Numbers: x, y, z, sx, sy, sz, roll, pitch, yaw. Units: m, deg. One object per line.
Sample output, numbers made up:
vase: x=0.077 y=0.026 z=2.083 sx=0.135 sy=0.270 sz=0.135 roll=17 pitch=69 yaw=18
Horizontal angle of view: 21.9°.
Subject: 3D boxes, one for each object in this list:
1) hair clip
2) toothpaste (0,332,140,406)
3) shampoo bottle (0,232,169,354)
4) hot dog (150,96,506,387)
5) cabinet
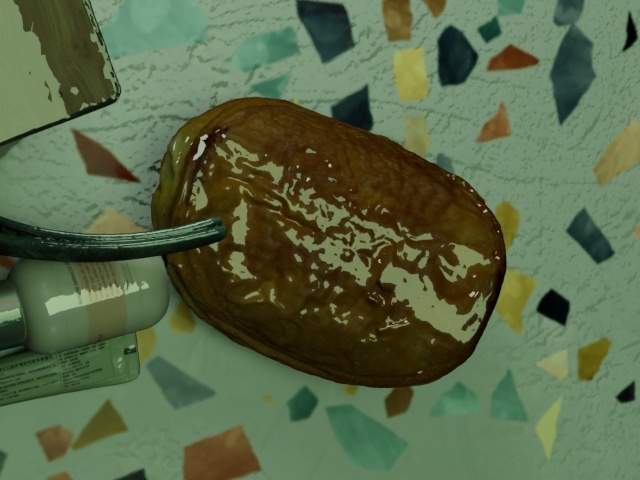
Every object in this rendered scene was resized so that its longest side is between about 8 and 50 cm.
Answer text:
hair clip: x=-0.182 y=-0.005 z=1.163 sx=0.229 sy=0.039 sz=0.070 roll=7 pitch=69 yaw=-4
toothpaste: x=-0.224 y=0.101 z=1.205 sx=0.197 sy=0.029 sz=0.048 roll=-13 pitch=103 yaw=-27
shampoo bottle: x=-0.206 y=0.049 z=1.184 sx=0.192 sy=0.074 sz=0.074 roll=-16 pitch=100 yaw=-24
hot dog: x=0.000 y=0.000 z=1.257 sx=0.272 sy=0.122 sz=0.196 roll=21 pitch=83 yaw=-9
cabinet: x=-0.274 y=-0.115 z=1.087 sx=0.215 sy=0.175 sz=0.148 roll=-24 pitch=102 yaw=-23
